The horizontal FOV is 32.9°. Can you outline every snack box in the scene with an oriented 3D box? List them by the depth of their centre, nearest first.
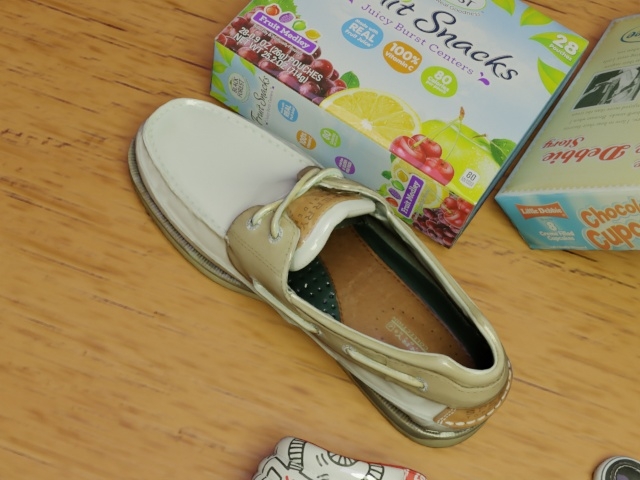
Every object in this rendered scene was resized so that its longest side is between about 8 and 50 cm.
[{"bbox_3d":[0.275,-0.078,0.654,0.060,0.322,0.187,49,64,-26],"label":"snack box"},{"bbox_3d":[0.055,-0.122,0.764,0.207,0.070,0.174,35,61,9],"label":"snack box"}]

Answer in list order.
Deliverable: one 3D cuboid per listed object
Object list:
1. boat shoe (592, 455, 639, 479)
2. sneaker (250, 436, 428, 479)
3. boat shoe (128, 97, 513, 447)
[{"bbox_3d":[0.222,0.189,0.658,0.049,0.040,0.142,-30,72,-18],"label":"boat shoe"},{"bbox_3d":[0.059,0.217,0.601,0.270,0.090,0.145,29,68,10],"label":"sneaker"},{"bbox_3d":[0.000,0.000,0.688,0.302,0.103,0.113,38,67,12],"label":"boat shoe"}]
